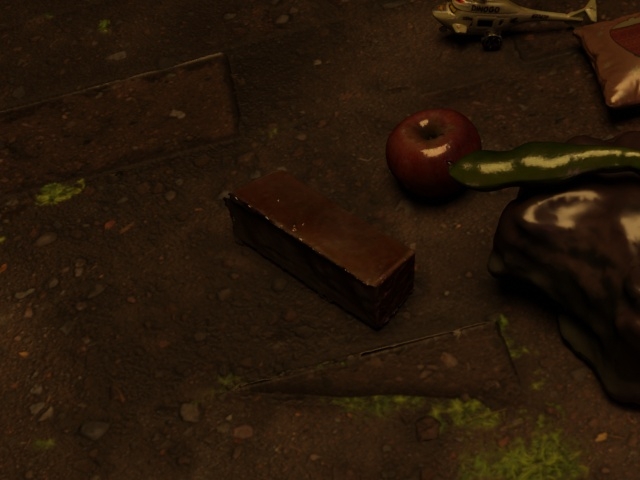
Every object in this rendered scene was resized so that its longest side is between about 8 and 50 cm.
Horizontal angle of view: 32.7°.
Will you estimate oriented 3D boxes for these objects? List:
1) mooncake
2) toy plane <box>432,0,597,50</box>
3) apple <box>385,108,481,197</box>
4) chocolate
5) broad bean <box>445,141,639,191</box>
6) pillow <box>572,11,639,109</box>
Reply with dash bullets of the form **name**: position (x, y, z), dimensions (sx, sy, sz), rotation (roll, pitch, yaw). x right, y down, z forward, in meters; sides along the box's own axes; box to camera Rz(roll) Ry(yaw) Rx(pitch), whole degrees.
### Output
- **mooncake**: position (0.443, 0.011, 1.517), dimensions (0.381, 0.212, 0.350), rotation (33, 58, 30)
- **toy plane**: position (0.343, -0.404, 1.946), dimensions (0.286, 0.108, 0.092), rotation (6, 50, 1)
- **apple**: position (0.181, -0.138, 1.744), dimensions (0.153, 0.120, 0.153), rotation (-10, 46, 11)
- **chocolate**: position (0.000, 0.000, 1.681), dimensions (0.321, 0.112, 0.112), rotation (31, 55, 32)
- **broad bean**: position (0.321, -0.093, 1.460), dimensions (0.318, 0.056, 0.098), rotation (8, 50, 22)
- **pillow**: position (0.560, -0.314, 1.828), dimensions (0.236, 0.084, 0.223), rotation (-12, 49, 0)
